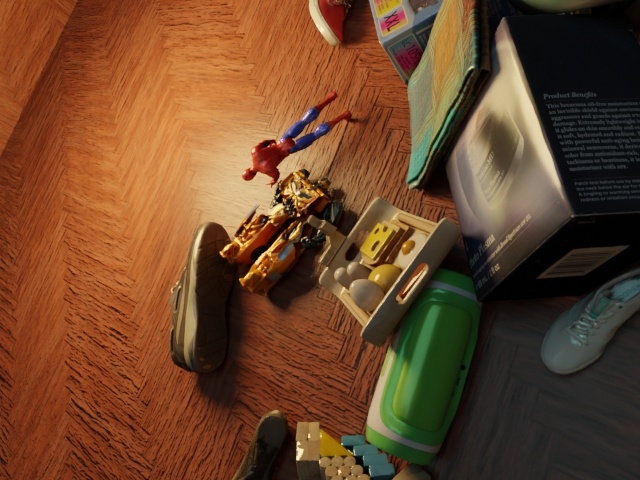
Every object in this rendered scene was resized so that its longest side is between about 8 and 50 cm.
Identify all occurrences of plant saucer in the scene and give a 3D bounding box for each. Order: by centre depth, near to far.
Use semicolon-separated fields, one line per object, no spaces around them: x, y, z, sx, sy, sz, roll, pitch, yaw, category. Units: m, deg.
0.416;-0.355;0.646;0.317;0.317;0.044;0;116;33;plant saucer

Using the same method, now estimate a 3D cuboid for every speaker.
0.172;0.198;0.792;0.131;0.131;0.296;13;79;36;speaker

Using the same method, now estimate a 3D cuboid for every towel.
0.206;-0.281;0.831;0.040;0.370;0.271;5;71;-1;towel

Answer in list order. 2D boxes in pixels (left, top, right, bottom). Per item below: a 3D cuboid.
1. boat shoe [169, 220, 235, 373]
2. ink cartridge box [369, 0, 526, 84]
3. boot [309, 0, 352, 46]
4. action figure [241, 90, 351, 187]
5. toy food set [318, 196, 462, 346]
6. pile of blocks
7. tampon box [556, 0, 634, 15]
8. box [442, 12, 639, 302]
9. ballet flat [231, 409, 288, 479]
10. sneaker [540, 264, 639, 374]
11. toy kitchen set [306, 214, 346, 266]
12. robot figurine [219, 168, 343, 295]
-0.293;0.126;1.119;0.130;0.132;0.355;-10;66;30;boat shoe
0.302;-0.544;0.983;0.395;0.151;0.270;-21;62;23;ink cartridge box
0.064;-0.609;1.202;0.176;0.088;0.244;-22;58;23;boot
-0.068;-0.221;1.122;0.280;0.139;0.091;-37;93;-9;action figure
0.097;0.032;0.851;0.220;0.092;0.306;-55;18;2;toy food set
0.091;0.431;0.785;0.362;0.149;0.112;28;132;46;pile of blocks
0.498;-0.469;0.840;0.161;0.120;0.101;-43;55;12;tampon box
0.316;-0.098;0.683;0.183;0.296;0.294;-3;65;-5;box
-0.127;0.446;0.939;0.084;0.058;0.250;21;90;1;ballet flat
0.400;0.107;0.698;0.212;0.094;0.080;-48;55;9;sneaker
0.000;0.000;0.973;0.075;0.083;0.068;-57;9;-4;toy kitchen set
-0.085;-0.030;1.072;0.291;0.085;0.211;-49;54;8;robot figurine
